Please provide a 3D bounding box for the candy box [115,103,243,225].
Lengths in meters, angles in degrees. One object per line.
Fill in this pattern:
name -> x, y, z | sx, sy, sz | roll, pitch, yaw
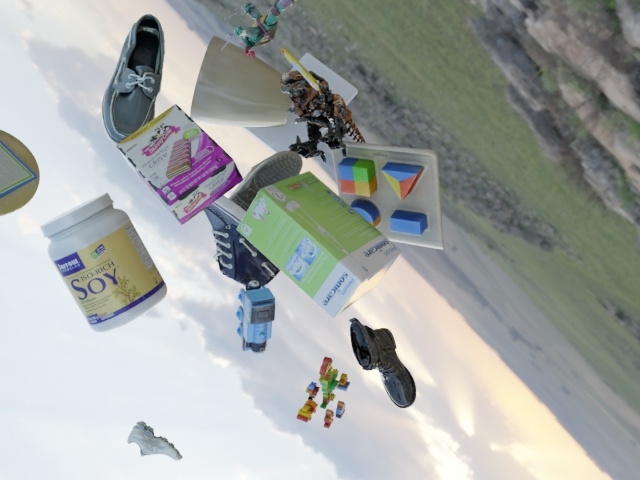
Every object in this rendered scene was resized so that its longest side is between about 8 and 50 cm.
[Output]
candy box -> -0.288, -0.159, 1.562 | 0.233, 0.159, 0.071 | 43, 165, 35

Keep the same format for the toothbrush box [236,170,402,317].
toothbrush box -> 0.000, 0.000, 1.631 | 0.283, 0.122, 0.206 | 40, -149, 13

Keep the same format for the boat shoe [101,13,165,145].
boat shoe -> -0.402, -0.352, 1.673 | 0.116, 0.320, 0.099 | 13, 153, -14

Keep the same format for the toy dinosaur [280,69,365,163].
toy dinosaur -> 0.018, -0.344, 2.119 | 0.321, 0.219, 0.164 | 17, 156, -22

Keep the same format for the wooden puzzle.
wooden puzzle -> 0.183, -0.118, 2.194 | 0.322, 0.080, 0.348 | 9, 132, 28

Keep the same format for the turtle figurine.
turtle figurine -> -0.166, -0.592, 2.084 | 0.118, 0.234, 0.175 | 40, -156, -32

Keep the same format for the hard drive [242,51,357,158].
hard drive -> -0.064, -0.411, 2.417 | 0.210, 0.319, 0.040 | 38, 172, 11

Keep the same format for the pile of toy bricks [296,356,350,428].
pile of toy bricks -> 0.019, 0.392, 2.053 | 0.118, 0.105, 0.212 | 14, -145, 19

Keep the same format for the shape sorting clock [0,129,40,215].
shape sorting clock -> -0.608, -0.126, 1.369 | 0.206, 0.040, 0.206 | 20, -135, -22

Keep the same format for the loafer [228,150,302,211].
loafer -> -0.162, -0.167, 2.129 | 0.102, 0.268, 0.092 | 45, -159, -26

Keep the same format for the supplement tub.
supplement tub -> -0.597, 0.059, 2.121 | 0.331, 0.241, 0.241 | 63, 179, -13

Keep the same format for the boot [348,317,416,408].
boot -> 0.158, 0.340, 2.097 | 0.229, 0.091, 0.263 | 18, -134, -66

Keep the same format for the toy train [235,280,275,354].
toy train -> -0.155, 0.189, 1.837 | 0.105, 0.080, 0.184 | -129, 39, -55

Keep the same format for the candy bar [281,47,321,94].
candy bar -> -0.048, -0.437, 1.972 | 0.161, 0.018, 0.040 | 49, 177, 18

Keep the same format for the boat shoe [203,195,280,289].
boat shoe -> -0.230, 0.001, 1.947 | 0.340, 0.158, 0.127 | 39, 171, -26

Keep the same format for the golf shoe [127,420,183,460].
golf shoe -> -0.497, 0.620, 2.302 | 0.176, 0.086, 0.069 | 35, 164, 2

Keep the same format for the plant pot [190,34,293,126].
plant pot -> -0.217, -0.437, 2.270 | 0.274, 0.257, 0.256 | 17, -173, -6
